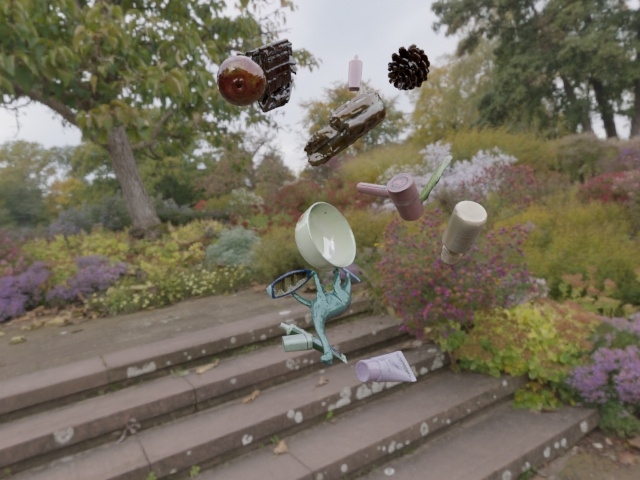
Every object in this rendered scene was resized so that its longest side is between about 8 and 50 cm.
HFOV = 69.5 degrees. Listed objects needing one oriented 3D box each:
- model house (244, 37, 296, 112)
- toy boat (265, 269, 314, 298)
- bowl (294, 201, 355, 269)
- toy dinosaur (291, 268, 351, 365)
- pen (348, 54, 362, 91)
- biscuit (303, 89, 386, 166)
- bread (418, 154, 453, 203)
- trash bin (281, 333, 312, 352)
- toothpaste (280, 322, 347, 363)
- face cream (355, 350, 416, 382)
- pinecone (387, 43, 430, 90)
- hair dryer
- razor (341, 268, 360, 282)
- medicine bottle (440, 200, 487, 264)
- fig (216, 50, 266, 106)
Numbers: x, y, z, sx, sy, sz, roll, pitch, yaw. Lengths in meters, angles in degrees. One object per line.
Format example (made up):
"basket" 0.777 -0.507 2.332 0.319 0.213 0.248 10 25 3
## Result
"model house" -0.200 -0.828 2.208 0.317 0.297 0.282 -33 -18 -35
"toy boat" -0.105 0.144 1.638 0.046 0.080 0.229 7 19 36
"bowl" 0.000 0.000 1.820 0.145 0.277 0.277 -25 -9 35
"toy dinosaur" 0.067 0.269 1.677 0.384 0.331 0.129 -8 -37 -43
"pen" 0.131 -0.638 1.743 0.053 0.197 0.032 3 -31 6
"biscuit" 0.095 -0.394 1.602 0.268 0.115 0.366 -37 7 -23
"bread" 0.464 -0.250 1.877 0.034 0.228 0.228 32 6 6
"trash bin" -0.109 0.478 2.148 0.130 0.059 0.116 -4 5 -11
"toothpaste" -0.031 0.518 2.341 0.392 0.061 0.099 30 5 -8
"face cream" 0.281 0.548 1.971 0.274 0.154 0.096 4 -49 -36
"pinecone" 0.392 -0.778 2.099 0.208 0.207 0.208 -10 0 0
"hair dryer" 0.321 -0.222 2.232 0.353 0.210 0.125 17 62 42
"razor" 0.122 0.145 2.070 0.040 0.135 0.068 -49 4 21
"medicine bottle" 0.486 -0.016 1.610 0.114 0.114 0.252 -10 -39 -16
"fig" -0.311 -0.637 1.823 0.205 0.205 0.205 -10 0 0
